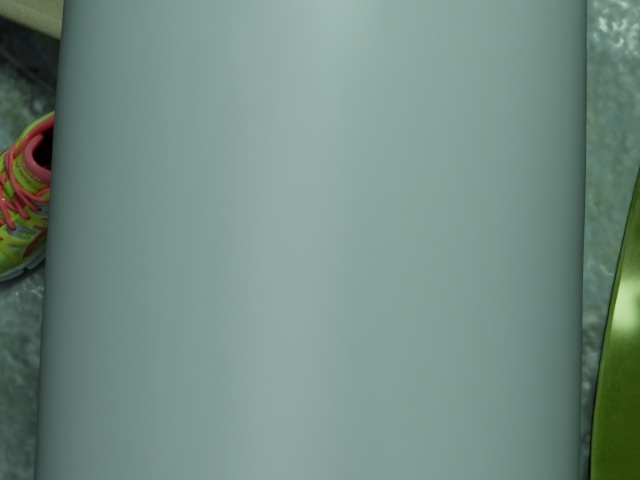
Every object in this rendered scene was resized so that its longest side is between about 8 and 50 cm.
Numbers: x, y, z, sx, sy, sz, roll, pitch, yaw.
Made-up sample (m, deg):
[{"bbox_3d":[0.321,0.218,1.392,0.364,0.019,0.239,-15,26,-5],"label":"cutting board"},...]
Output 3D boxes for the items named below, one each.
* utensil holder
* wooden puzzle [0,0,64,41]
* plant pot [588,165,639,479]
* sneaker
[{"bbox_3d":[0.000,0.000,1.004,0.327,0.327,0.385,3,88,14],"label":"utensil holder"},{"bbox_3d":[-0.163,-0.305,1.208,0.347,0.080,0.322,23,91,9],"label":"wooden puzzle"},{"bbox_3d":[0.363,0.024,0.938,0.353,0.366,0.366,13,89,2],"label":"plant pot"},{"bbox_3d":[-0.196,-0.042,1.182,0.208,0.094,0.081,-36,80,10],"label":"sneaker"}]
